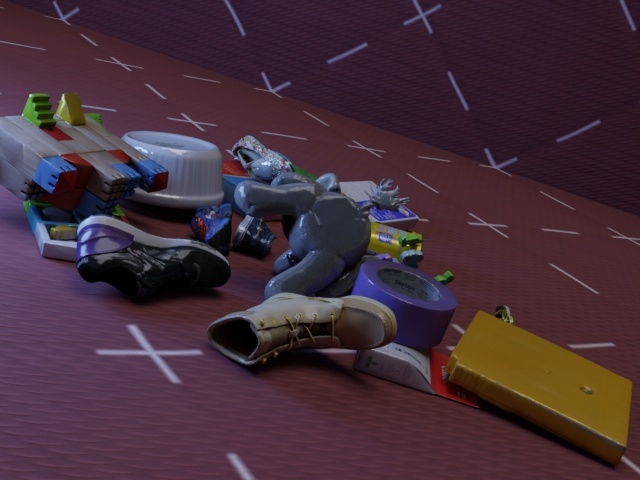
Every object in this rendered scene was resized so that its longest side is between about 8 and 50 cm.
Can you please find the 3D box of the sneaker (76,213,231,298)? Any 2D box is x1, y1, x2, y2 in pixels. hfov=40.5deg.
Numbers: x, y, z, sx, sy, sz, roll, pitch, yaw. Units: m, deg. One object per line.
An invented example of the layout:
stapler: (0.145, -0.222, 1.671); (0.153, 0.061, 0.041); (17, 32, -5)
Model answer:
sneaker: (-0.292, 0.060, 1.517); (0.283, 0.107, 0.124); (16, 45, -26)

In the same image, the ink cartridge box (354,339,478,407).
ink cartridge box: (0.177, 0.205, 1.553); (0.224, 0.056, 0.181); (16, 18, 1)

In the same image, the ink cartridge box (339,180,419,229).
ink cartridge box: (0.126, -0.093, 2.333); (0.208, 0.045, 0.206); (-5, 36, -45)

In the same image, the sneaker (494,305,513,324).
sneaker: (0.397, 0.164, 1.905); (0.035, 0.031, 0.083); (13, 19, -12)

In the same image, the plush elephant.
plush elephant: (0.000, 0.000, 1.721); (0.330, 0.255, 0.272); (-22, 76, -13)

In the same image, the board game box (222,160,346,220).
board game box: (-0.128, -0.131, 2.209); (0.316, 0.064, 0.242); (-6, 29, -47)

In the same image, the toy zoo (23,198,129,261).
toy zoo: (-0.447, -0.016, 1.650); (0.192, 0.030, 0.293); (7, 21, -30)

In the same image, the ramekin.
ramekin: (-0.345, -0.166, 1.972); (0.272, 0.127, 0.273); (10, 15, -3)

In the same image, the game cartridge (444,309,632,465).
game cartridge: (0.400, 0.255, 1.574); (0.323, 0.053, 0.285); (25, 21, 15)

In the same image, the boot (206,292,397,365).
boot: (-0.029, 0.145, 1.402); (0.262, 0.095, 0.203); (7, 11, 31)

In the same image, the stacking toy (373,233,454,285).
stacking toy: (0.167, 0.042, 1.904); (0.221, 0.052, 0.167); (-6, 39, -26)

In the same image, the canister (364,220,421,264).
canister: (0.150, 0.006, 2.071); (0.170, 0.073, 0.126); (16, 20, 1)

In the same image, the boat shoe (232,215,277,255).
boat shoe: (-0.136, -0.016, 1.902); (0.083, 0.065, 0.183); (26, 20, -2)

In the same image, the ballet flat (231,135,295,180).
ballet flat: (-0.150, -0.193, 2.173); (0.077, 0.091, 0.241); (-27, 34, -19)

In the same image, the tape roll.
tape roll: (0.148, 0.113, 1.585); (0.189, 0.080, 0.189); (18, 18, -6)

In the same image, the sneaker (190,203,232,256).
sneaker: (-0.230, -0.021, 1.818); (0.087, 0.083, 0.221); (2, 15, -5)

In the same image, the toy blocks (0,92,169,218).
toy blocks: (-0.476, -0.140, 1.705); (0.261, 0.191, 0.381); (34, 21, 15)
